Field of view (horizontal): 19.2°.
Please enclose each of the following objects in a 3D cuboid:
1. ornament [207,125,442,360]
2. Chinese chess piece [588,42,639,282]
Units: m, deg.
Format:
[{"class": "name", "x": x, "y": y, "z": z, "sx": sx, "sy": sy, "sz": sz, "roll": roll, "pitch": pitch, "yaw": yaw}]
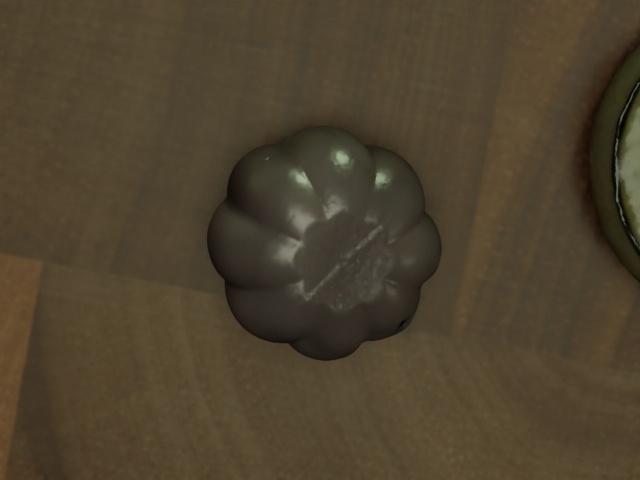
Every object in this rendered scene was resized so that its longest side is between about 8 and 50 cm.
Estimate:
[{"class": "ornament", "x": 0.001, "y": 0.000, "z": 1.445, "sx": 0.177, "sy": 0.177, "sz": 0.177, "roll": 0, "pitch": 95, "yaw": 0}, {"class": "Chinese chess piece", "x": 0.335, "y": -0.060, "z": 1.458, "sx": 0.257, "sy": 0.104, "sz": 0.257, "roll": 0, "pitch": 96, "yaw": 0}]
